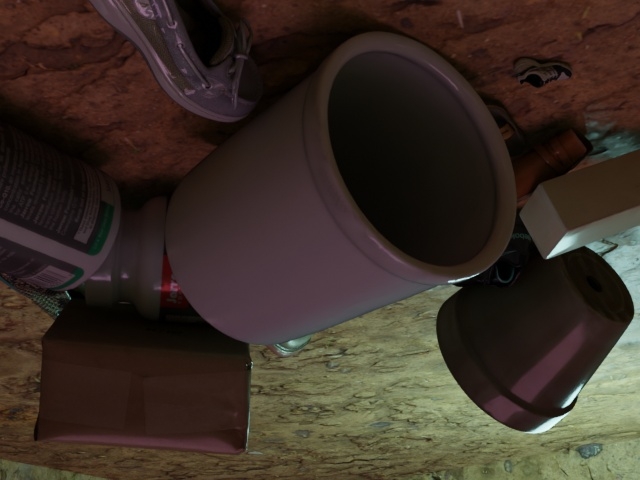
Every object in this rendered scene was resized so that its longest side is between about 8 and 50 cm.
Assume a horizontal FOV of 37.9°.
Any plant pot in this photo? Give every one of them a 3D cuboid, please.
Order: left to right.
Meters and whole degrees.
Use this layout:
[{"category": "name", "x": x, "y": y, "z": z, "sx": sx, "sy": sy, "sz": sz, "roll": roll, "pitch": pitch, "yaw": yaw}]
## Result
[{"category": "plant pot", "x": 0.429, "y": 0.160, "z": 1.781, "sx": 0.323, "sy": 0.323, "sz": 0.280, "roll": 15, "pitch": 134, "yaw": -31}]

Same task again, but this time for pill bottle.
[{"category": "pill bottle", "x": -0.479, "y": -0.073, "z": 1.319, "sx": 0.204, "sy": 0.204, "sz": 0.361, "roll": -18, "pitch": 150, "yaw": 32}, {"category": "pill bottle", "x": -0.198, "y": 0.034, "z": 1.550, "sx": 0.363, "sy": 0.210, "sz": 0.210, "roll": 3, "pitch": 154, "yaw": -10}]

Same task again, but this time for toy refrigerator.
[{"category": "toy refrigerator", "x": 0.445, "y": -0.071, "z": 1.403, "sx": 0.269, "sy": 0.094, "sz": 0.102, "roll": -19, "pitch": 159, "yaw": -15}]

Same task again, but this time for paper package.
[{"category": "paper package", "x": -0.280, "y": 0.217, "z": 1.541, "sx": 0.325, "sy": 0.168, "sz": 0.309, "roll": 5, "pitch": -172, "yaw": -6}]

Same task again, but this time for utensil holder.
[{"category": "utensil holder", "x": 0.012, "y": -0.050, "z": 1.268, "sx": 0.328, "sy": 0.327, "sz": 0.385, "roll": 17, "pitch": 152, "yaw": -34}]

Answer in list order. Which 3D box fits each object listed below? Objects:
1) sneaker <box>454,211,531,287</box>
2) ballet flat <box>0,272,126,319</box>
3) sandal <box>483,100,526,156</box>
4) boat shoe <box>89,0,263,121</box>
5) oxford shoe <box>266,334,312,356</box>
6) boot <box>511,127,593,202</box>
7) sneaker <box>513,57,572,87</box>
[{"category": "sneaker", "x": 0.302, "y": 0.042, "z": 1.713, "sx": 0.101, "sy": 0.106, "sz": 0.267, "roll": 5, "pitch": 155, "yaw": -16}, {"category": "ballet flat", "x": -0.447, "y": 0.089, "z": 1.735, "sx": 0.182, "sy": 0.164, "sz": 0.483, "roll": -13, "pitch": 150, "yaw": 2}, {"category": "sandal", "x": 0.248, "y": -0.154, "z": 1.358, "sx": 0.072, "sy": 0.049, "sz": 0.180, "roll": -17, "pitch": 151, "yaw": 33}, {"category": "boat shoe", "x": -0.149, "y": -0.246, "z": 1.076, "sx": 0.103, "sy": 0.118, "sz": 0.320, "roll": -9, "pitch": 147, "yaw": 26}, {"category": "oxford shoe", "x": -0.079, "y": 0.132, "z": 1.854, "sx": 0.146, "sy": 0.140, "sz": 0.397, "roll": -40, "pitch": 159, "yaw": 9}, {"category": "boot", "x": 0.313, "y": -0.112, "z": 1.376, "sx": 0.152, "sy": 0.073, "sz": 0.197, "roll": -35, "pitch": 169, "yaw": 28}, {"category": "sneaker", "x": 0.297, "y": -0.218, "z": 1.242, "sx": 0.083, "sy": 0.037, "sz": 0.032, "roll": 3, "pitch": 153, "yaw": -12}]
